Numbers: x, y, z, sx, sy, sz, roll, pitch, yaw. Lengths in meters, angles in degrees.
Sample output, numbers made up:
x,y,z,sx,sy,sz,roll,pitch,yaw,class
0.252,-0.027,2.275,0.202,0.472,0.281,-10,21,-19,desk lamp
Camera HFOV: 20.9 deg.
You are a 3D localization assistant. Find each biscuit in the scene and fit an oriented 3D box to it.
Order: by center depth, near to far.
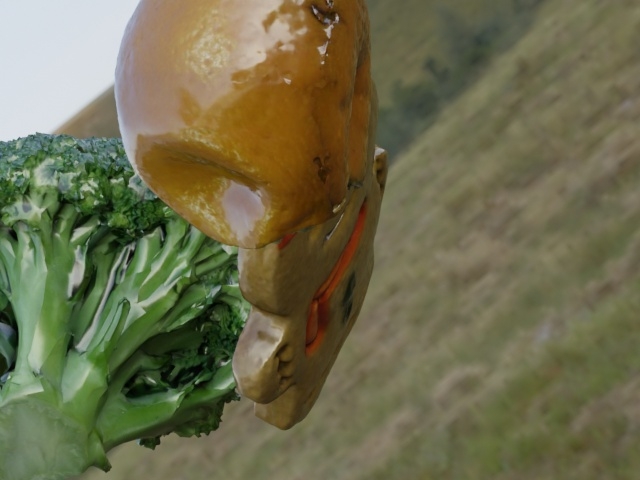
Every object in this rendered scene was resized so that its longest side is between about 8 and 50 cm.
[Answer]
x,y,z,sx,sy,sz,roll,pitch,yaw,class
0.000,0.000,0.872,0.225,0.036,0.166,89,-156,-50,biscuit

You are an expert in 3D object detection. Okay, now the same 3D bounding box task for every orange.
x,y,z,sx,sy,sz,roll,pitch,yaw,class
-0.019,-0.041,0.426,0.086,0.062,0.086,7,-90,-85,orange

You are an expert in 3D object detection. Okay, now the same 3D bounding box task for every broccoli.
x,y,z,sx,sy,sz,roll,pitch,yaw,class
-0.153,0.048,1.130,0.261,0.269,0.241,-16,32,21,broccoli
